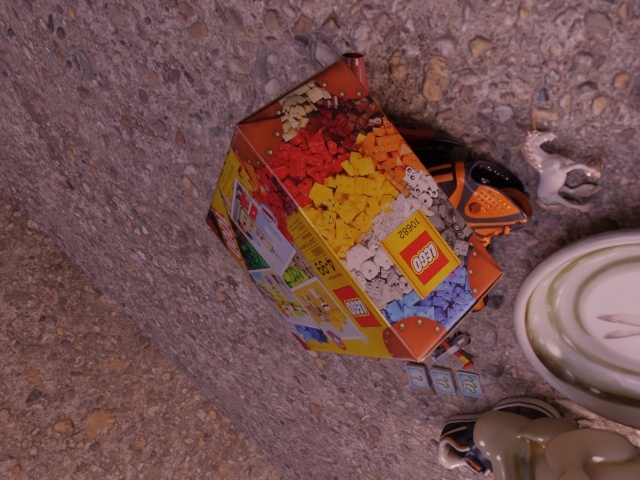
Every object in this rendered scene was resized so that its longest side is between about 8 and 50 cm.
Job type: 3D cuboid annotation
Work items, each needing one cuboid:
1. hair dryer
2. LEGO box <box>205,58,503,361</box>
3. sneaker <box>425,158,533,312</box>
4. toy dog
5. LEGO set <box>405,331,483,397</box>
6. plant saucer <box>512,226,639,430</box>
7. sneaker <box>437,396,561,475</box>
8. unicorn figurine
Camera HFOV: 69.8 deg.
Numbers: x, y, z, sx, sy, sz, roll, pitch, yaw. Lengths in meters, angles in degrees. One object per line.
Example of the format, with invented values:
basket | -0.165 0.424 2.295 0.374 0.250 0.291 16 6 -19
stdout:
hair dryer | 0.114 -0.194 0.811 0.223 0.080 0.294 -27 111 31
LEGO box | 0.000 0.000 0.814 0.373 0.193 0.500 52 159 -2
sneaker | 0.277 0.002 0.785 0.179 0.125 0.321 -16 128 28
toy dog | 0.514 0.451 0.743 0.394 0.285 0.408 10 162 -16
LEGO set | 0.266 0.280 1.070 0.182 0.060 0.245 0 122 34
plant saucer | 0.519 0.133 0.714 0.400 0.100 0.401 21 134 23
sneaker | 0.402 0.465 1.060 0.126 0.127 0.321 45 137 1
unicorn figurine | 0.353 -0.102 0.683 0.111 0.060 0.162 14 130 29
